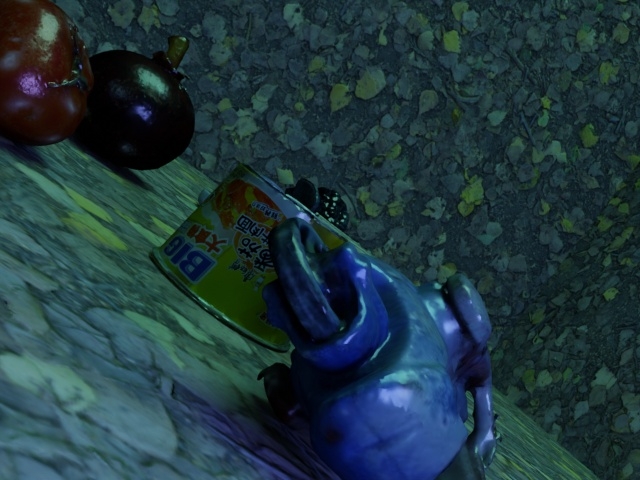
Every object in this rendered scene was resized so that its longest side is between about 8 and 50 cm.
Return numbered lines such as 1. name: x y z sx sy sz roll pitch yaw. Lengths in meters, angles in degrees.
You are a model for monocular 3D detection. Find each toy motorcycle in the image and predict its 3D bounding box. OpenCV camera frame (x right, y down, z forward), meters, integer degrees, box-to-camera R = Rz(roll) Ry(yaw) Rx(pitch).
1. toy motorcycle: 0.073 0.111 0.591 0.241 0.182 0.319 38 1 25

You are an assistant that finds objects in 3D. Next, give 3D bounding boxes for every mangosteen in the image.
1. mangosteen: -0.312 -0.255 1.353 0.236 0.261 0.235 37 0 0

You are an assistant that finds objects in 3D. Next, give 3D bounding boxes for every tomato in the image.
1. tomato: -0.351 -0.190 0.901 0.187 0.152 0.187 168 -90 -84

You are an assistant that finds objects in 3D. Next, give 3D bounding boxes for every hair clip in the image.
1. hair clip: -0.005 -0.004 1.555 0.206 0.194 0.310 27 21 -33

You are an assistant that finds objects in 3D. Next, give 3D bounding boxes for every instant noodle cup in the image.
1. instant noodle cup: -0.075 0.010 0.895 0.205 0.153 0.205 36 1 0

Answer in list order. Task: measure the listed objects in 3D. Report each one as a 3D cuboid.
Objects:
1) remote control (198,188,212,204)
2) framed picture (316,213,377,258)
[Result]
1. remote control: -0.176 -0.031 1.691 0.244 0.047 0.087 38 5 15
2. framed picture: 0.002 0.061 1.025 0.128 0.168 0.023 38 36 -2
